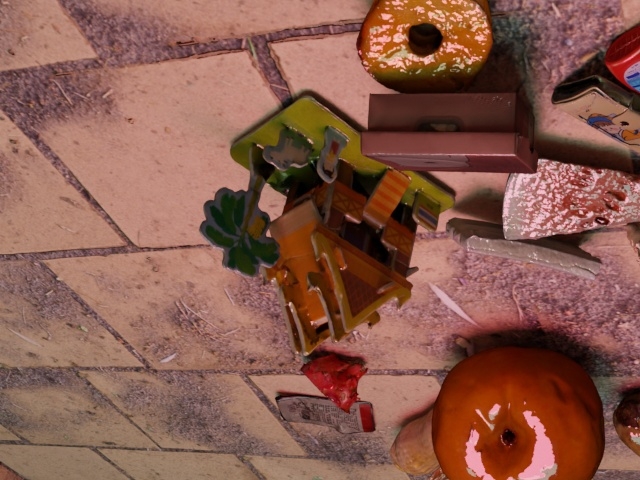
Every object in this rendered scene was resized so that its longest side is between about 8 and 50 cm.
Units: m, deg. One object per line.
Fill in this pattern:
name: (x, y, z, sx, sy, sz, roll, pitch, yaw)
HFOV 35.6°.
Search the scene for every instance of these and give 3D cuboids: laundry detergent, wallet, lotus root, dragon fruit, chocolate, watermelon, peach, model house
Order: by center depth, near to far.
laundry detergent: (0.455, -0.215, 1.299, 0.165, 0.049, 0.097, 28, 147, -25)
wallet: (0.405, -0.170, 1.363, 0.155, 0.039, 0.110, 25, 170, -17)
watermelon: (0.401, -0.077, 1.508, 0.241, 0.094, 0.154, 4, 136, 12)
model house: (0.000, 0.000, 1.558, 0.357, 0.313, 0.242, 34, 140, -27)
peach: (0.387, 0.363, 1.966, 0.342, 0.343, 0.301, 1, -171, 19)
lotus root: (0.717, 0.400, 2.055, 0.260, 0.128, 0.145, 28, 135, -23)
dragon fruit: (0.039, 0.293, 2.196, 0.153, 0.111, 0.153, 45, 174, 6)
chocolate: (0.267, 0.462, 2.321, 0.134, 0.134, 0.309, 24, 142, -15)

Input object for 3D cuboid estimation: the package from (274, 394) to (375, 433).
package: (0.014, 0.429, 2.452, 0.239, 0.030, 0.154, 5, 145, 13)

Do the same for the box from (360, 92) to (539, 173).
box: (0.188, -0.146, 1.383, 0.215, 0.086, 0.215, 3, 179, 20)

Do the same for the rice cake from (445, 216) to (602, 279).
rice cake: (0.328, 0.009, 1.622, 0.237, 0.043, 0.127, 13, -168, -11)

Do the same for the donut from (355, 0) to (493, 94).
donut: (0.139, -0.278, 1.300, 0.174, 0.075, 0.190, 11, 143, 7)

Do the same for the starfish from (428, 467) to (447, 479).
starfish: (0.356, 0.558, 2.453, 0.231, 0.048, 0.295, -25, 152, 3)

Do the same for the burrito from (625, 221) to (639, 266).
burrito: (0.643, 0.027, 1.533, 0.347, 0.107, 0.175, 2, 152, 13)
